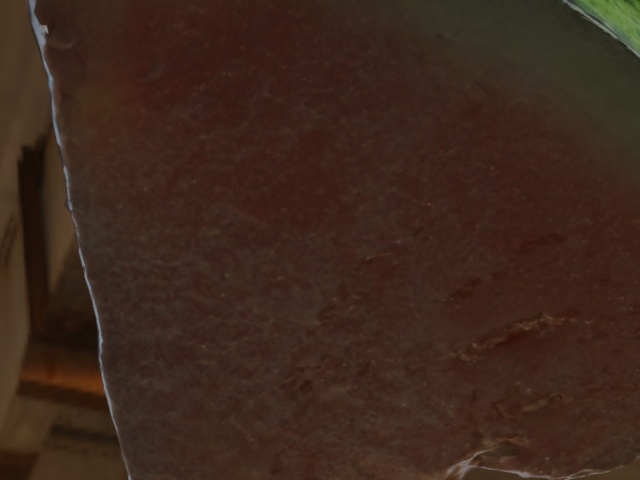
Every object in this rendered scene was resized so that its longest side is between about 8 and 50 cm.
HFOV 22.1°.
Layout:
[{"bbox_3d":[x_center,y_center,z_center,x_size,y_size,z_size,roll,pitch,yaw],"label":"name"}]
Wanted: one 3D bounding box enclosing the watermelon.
[{"bbox_3d":[0.015,-0.013,0.380,0.207,0.136,0.202,14,-98,-41],"label":"watermelon"}]
